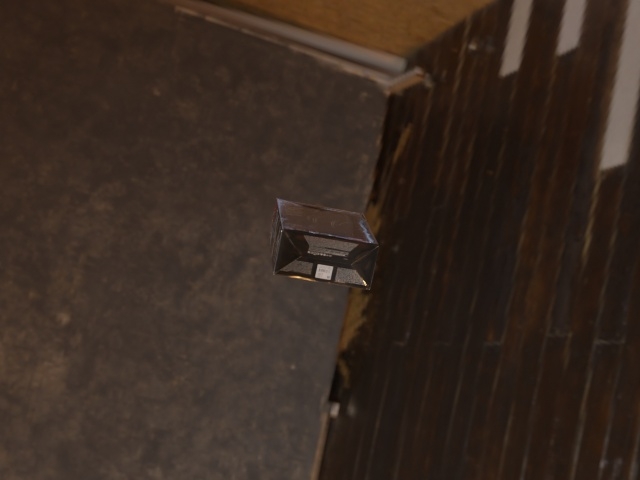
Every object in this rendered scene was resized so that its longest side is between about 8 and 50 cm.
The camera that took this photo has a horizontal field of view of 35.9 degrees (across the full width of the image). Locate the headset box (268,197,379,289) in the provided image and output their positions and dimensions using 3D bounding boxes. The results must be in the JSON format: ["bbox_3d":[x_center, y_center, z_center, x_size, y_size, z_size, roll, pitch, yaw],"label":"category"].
[{"bbox_3d":[0.000,0.000,0.638,0.083,0.062,0.032,-103,24,-71],"label":"headset box"}]
